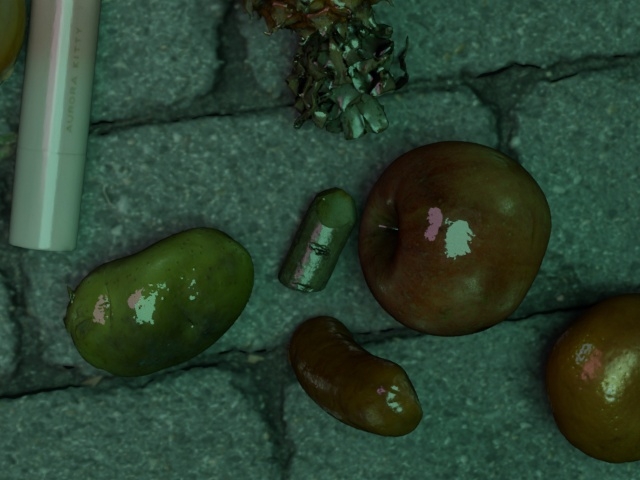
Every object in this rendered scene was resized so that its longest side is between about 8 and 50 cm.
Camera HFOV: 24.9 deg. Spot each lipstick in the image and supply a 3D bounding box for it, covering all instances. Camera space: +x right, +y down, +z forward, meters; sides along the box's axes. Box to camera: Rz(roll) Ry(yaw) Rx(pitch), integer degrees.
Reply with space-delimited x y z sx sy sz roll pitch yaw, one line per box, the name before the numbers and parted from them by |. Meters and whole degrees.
lipstick | -0.330 -0.153 1.799 0.087 0.087 0.326 5 97 -14

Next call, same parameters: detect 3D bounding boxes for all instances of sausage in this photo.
sausage | 0.040 0.175 1.844 0.109 0.270 0.109 -7 106 -24

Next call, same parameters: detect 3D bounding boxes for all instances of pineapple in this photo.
pineapple | 0.014 -0.258 1.826 0.262 0.262 0.271 -21 125 -10

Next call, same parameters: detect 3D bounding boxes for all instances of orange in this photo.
orange | 0.418 0.185 1.985 0.240 0.171 0.240 -5 105 -18

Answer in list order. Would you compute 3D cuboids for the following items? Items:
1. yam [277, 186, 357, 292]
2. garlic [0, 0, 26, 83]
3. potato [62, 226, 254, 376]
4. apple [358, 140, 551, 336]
yam | 0.000 0.000 1.910 0.070 0.070 0.146 25 93 -16
garlic | -0.494 -0.290 1.671 0.286 0.249 0.313 -4 85 -4
potato | -0.200 0.077 1.840 0.248 0.143 0.169 -30 142 -12
apple | 0.178 -0.001 1.870 0.254 0.253 0.253 -2 99 -13
